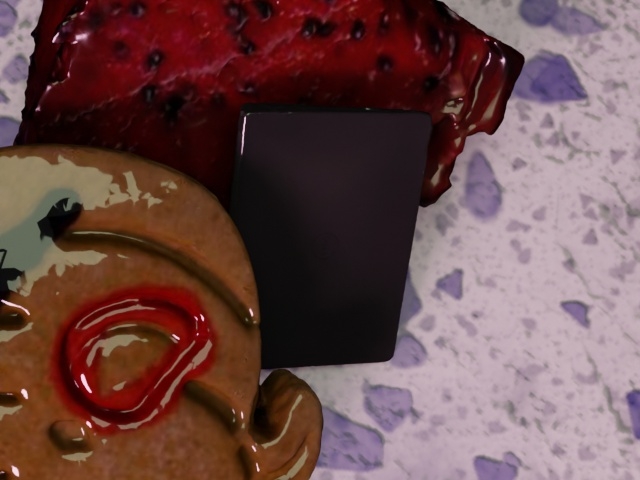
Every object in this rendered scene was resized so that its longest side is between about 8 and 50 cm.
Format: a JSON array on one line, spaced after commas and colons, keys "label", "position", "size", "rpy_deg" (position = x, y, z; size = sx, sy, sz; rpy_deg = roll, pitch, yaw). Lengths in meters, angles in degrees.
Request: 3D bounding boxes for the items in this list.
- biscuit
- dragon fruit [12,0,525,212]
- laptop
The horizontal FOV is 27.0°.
[{"label": "biscuit", "position": [-0.152, 0.125, 0.833], "size": [0.314, 0.063, 0.367], "rpy_deg": [4, 96, -10]}, {"label": "dragon fruit", "position": [-0.053, -0.123, 0.966], "size": [0.329, 0.228, 0.286], "rpy_deg": [11, 113, -26]}, {"label": "laptop", "position": [0.000, 0.000, 0.906], "size": [0.135, 0.016, 0.197], "rpy_deg": [0, 117, -18]}]
